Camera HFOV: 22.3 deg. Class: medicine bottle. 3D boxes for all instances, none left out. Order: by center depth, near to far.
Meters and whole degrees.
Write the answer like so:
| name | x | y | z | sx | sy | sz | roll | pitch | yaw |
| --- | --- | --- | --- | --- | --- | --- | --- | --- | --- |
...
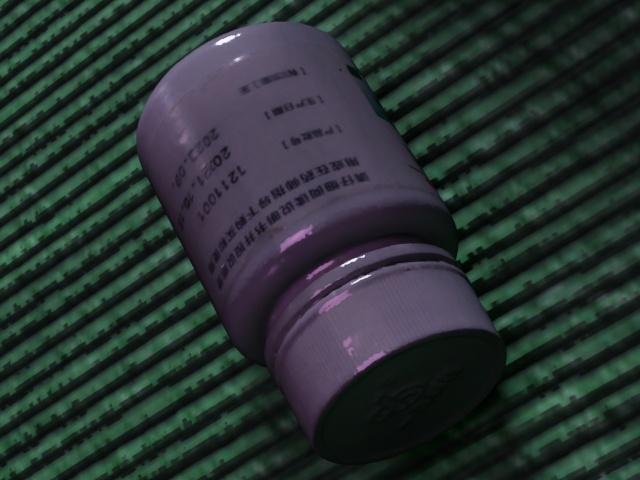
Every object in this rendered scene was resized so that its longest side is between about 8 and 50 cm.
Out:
| name | x | y | z | sx | sy | sz | roll | pitch | yaw |
| --- | --- | --- | --- | --- | --- | --- | --- | --- | --- |
| medicine bottle | 0.000 | 0.000 | 0.514 | 0.080 | 0.080 | 0.130 | -42 | 57 | 17 |
